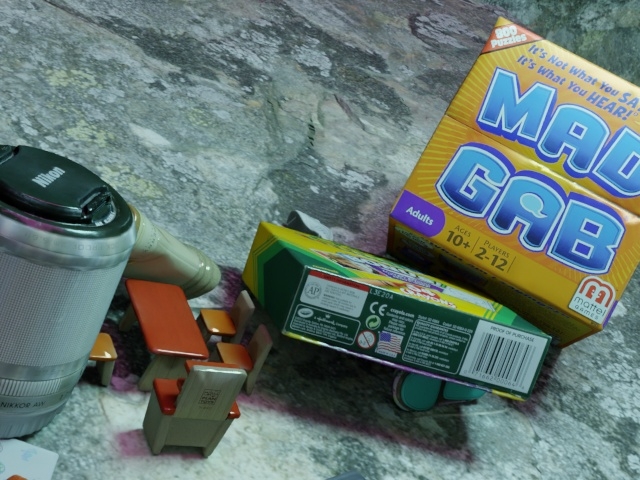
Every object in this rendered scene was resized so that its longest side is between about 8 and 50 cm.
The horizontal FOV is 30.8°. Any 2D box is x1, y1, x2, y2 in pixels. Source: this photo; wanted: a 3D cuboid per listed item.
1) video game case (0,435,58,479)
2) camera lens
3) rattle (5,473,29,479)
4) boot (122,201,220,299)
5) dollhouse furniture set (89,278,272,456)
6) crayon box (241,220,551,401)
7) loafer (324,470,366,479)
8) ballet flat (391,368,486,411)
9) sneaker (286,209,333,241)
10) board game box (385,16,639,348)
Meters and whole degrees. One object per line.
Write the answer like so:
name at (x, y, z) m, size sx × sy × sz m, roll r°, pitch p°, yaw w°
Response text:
video game case at (-0.356, 0.251, 1.200) m, size 0.143 × 0.019 × 0.157 m, roll 21°, pitch 26°, yaw -10°
camera lens at (-0.340, 0.048, 1.275) m, size 0.219 × 0.274 × 0.219 m, roll 22°, pitch 20°, yaw -8°
rattle at (-0.227, 0.274, 1.122) m, size 0.130 × 0.143 × 0.200 m, roll -23°, pitch 66°, yaw -41°
boot at (-0.285, 0.011, 1.605) m, size 0.261 × 0.095 × 0.203 m, roll 2°, pitch -21°, yaw 38°
dollhouse furniture set at (-0.179, 0.131, 1.442) m, size 0.262 × 0.135 × 0.259 m, roll 9°, pitch 31°, yaw -30°
crayon box at (0.095, 0.092, 1.654) m, size 0.362 × 0.106 × 0.313 m, roll 17°, pitch 8°, yaw -17°
loafer at (-0.017, 0.333, 1.258) m, size 0.095 × 0.109 × 0.302 m, roll 43°, pitch 28°, yaw 23°
ballet flat at (0.157, 0.203, 1.690) m, size 0.079 × 0.077 × 0.221 m, roll 23°, pitch 14°, yaw 41°
sneaker at (0.000, 0.000, 1.931) m, size 0.061 × 0.054 × 0.152 m, roll 10°, pitch 30°, yaw -34°
board game box at (0.344, -0.075, 1.877) m, size 0.356 × 0.356 × 0.356 m, roll 29°, pitch -7°, yaw 6°
